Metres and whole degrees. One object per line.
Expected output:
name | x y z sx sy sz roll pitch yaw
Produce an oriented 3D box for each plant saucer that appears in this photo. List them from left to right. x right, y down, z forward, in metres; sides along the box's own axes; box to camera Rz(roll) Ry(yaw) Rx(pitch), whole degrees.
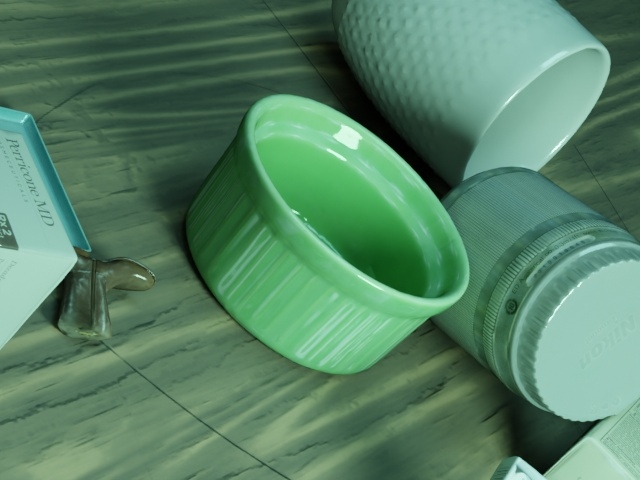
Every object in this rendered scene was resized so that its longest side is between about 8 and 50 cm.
plant saucer | -0.289 -0.060 1.789 0.067 0.018 0.192 11 40 -45

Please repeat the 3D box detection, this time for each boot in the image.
boot | -0.202 0.060 1.708 0.106 0.037 0.114 14 33 -22

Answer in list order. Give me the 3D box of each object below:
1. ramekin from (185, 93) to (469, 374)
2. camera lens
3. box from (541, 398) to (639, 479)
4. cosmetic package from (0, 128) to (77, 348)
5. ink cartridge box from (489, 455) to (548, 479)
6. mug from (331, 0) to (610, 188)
ramekin | 0.000 0.000 1.942 0.303 0.148 0.303 32 29 -20
camera lens | 0.250 0.055 2.040 0.219 0.219 0.274 21 12 -36
box | 0.367 0.264 2.080 0.148 0.121 0.311 47 27 10
cosmetic package | -0.335 -0.004 1.497 0.183 0.151 0.151 10 43 -47
ink cartridge box | 0.205 0.349 1.700 0.208 0.045 0.206 39 68 -8
mug | 0.191 -0.244 2.467 0.328 0.276 0.374 46 -4 22
